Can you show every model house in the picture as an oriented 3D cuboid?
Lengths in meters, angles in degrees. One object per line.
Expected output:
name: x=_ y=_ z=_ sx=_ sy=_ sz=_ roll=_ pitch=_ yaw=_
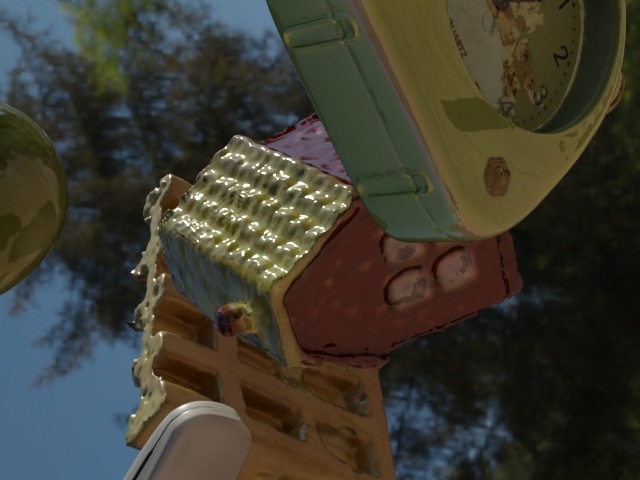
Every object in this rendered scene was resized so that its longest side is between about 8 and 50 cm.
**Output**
model house: x=0.000 y=0.000 z=1.108 sx=0.254 sy=0.196 sz=0.160 roll=-22 pitch=-61 yaw=-28

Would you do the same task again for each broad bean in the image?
broad bean: x=-0.319 y=-0.017 z=1.047 sx=0.291 sy=0.238 sz=0.119 roll=-51 pitch=-32 yaw=-46

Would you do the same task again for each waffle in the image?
waffle: x=-0.056 y=0.113 z=1.422 sx=0.304 sy=0.077 sz=0.348 roll=27 pitch=-143 yaw=-30

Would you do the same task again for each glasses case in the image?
glasses case: x=-0.122 y=0.208 z=1.089 sx=0.074 sy=0.049 sz=0.193 roll=19 pitch=-69 yaw=-33

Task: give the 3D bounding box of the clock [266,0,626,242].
clock: x=0.113 y=-0.160 z=0.923 sx=0.308 sy=0.096 sz=0.235 roll=-42 pitch=-66 yaw=-36
